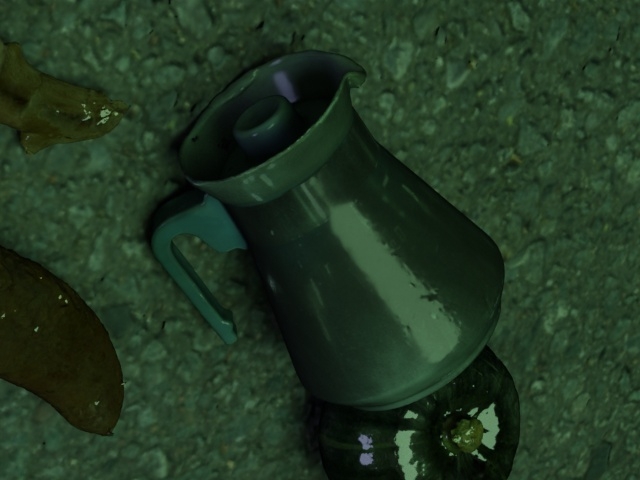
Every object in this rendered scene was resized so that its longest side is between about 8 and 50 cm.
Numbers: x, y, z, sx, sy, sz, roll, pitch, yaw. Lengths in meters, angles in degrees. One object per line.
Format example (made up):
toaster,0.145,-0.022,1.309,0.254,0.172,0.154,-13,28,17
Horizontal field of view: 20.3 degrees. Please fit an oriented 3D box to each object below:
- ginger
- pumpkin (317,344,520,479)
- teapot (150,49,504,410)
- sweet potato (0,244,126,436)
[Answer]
ginger,-0.190,-0.092,1.146,0.137,0.044,0.057,26,74,-40
pumpkin,0.077,0.147,1.367,0.167,0.125,0.167,-17,123,-28
teapot,0.000,0.000,1.250,0.203,0.171,0.225,-28,119,13
sweet potato,-0.250,0.037,1.123,0.341,0.092,0.114,21,112,-37
